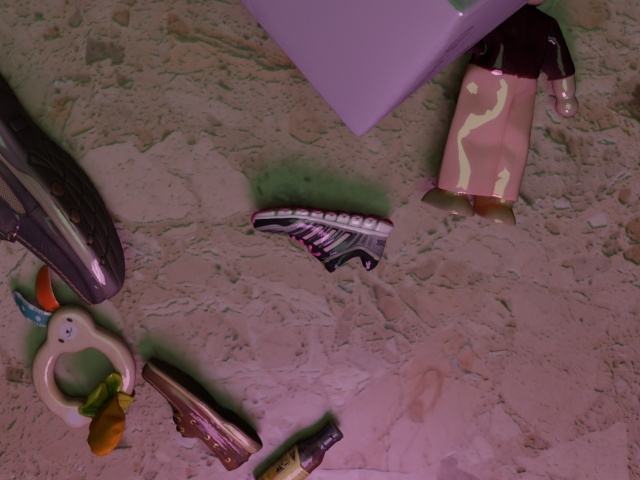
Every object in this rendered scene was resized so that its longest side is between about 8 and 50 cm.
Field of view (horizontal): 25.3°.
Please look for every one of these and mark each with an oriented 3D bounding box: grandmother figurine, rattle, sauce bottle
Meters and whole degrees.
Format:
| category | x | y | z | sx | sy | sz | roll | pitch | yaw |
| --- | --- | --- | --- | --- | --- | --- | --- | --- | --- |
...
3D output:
| category | x | y | z | sx | sy | sz | roll | pitch | yaw |
| --- | --- | --- | --- | --- | --- | --- | --- | --- | --- |
| grandmother figurine | 0.207 | -0.198 | 1.653 | 0.207 | 0.104 | 0.343 | 9 | 100 | -32 |
| rattle | -0.302 | 0.142 | 1.680 | 0.130 | 0.143 | 0.200 | -13 | 109 | 19 |
| sauce bottle | -0.027 | 0.274 | 1.767 | 0.128 | 0.042 | 0.042 | -43 | 100 | 4 |

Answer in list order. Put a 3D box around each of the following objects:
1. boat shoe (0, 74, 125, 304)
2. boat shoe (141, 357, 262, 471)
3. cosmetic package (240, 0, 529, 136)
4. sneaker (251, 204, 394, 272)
| category | x | y | z | sx | sy | sz | roll | pitch | yaw |
| --- | --- | --- | --- | --- | --- | --- | --- | --- | --- |
| boat shoe | -0.363 | -0.065 | 1.648 | 0.130 | 0.132 | 0.355 | -36 | 93 | 15 |
| boat shoe | -0.152 | 0.214 | 1.736 | 0.178 | 0.064 | 0.060 | 42 | 95 | -12 |
| cosmetic package | 0.114 | -0.379 | 1.394 | 0.393 | 0.329 | 0.327 | -39 | 88 | -21 |
| sneaker | 0.000 | 0.000 | 1.697 | 0.170 | 0.063 | 0.075 | 7 | 96 | -9 |
